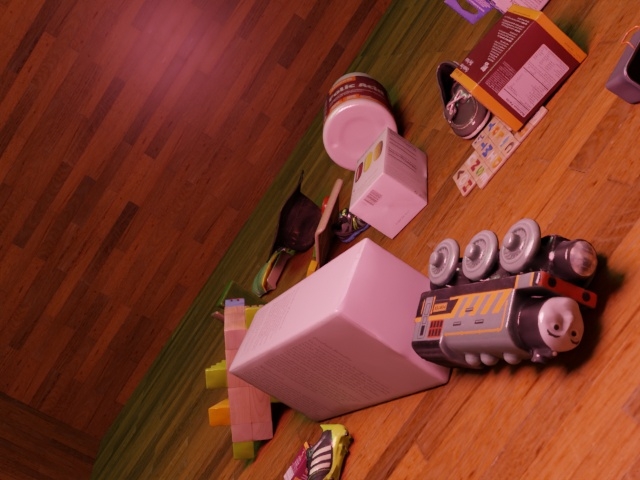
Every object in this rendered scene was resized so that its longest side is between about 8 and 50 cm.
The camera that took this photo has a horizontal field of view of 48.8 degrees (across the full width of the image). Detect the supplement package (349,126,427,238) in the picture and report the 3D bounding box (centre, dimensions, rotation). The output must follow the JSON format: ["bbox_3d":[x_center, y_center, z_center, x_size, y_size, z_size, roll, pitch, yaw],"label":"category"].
[{"bbox_3d":[0.170,-0.146,1.741,0.139,0.134,0.244,-48,17,31],"label":"supplement package"}]

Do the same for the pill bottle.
[{"bbox_3d":[0.120,-0.390,2.225,0.224,0.224,0.392,-51,16,23],"label":"pill bottle"}]

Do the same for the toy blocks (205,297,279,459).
[{"bbox_3d":[-0.180,0.297,1.739,0.261,0.191,0.381,-113,20,-72],"label":"toy blocks"}]

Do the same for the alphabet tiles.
[{"bbox_3d":[0.365,-0.203,1.478,0.237,0.009,0.198,-52,16,19],"label":"alphabet tiles"}]

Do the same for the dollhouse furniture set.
[{"bbox_3d":[-0.251,0.149,2.461,0.197,0.151,0.301,-31,30,60],"label":"dollhouse furniture set"}]

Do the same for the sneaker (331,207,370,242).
[{"bbox_3d":[0.093,-0.062,1.929,0.188,0.078,0.067,-43,21,43],"label":"sneaker"}]

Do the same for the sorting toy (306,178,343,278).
[{"bbox_3d":[0.000,0.000,2.006,0.229,0.041,0.307,95,-167,-52],"label":"sorting toy"}]

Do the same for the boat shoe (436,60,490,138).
[{"bbox_3d":[0.330,-0.345,1.707,0.112,0.096,0.335,-50,16,27],"label":"boat shoe"}]

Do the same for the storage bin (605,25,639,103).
[{"bbox_3d":[0.492,-0.275,1.070,0.135,0.098,0.091,-60,4,-7],"label":"storage bin"}]

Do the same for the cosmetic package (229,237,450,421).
[{"bbox_3d":[0.033,0.188,1.319,0.453,0.230,0.161,-35,26,54],"label":"cosmetic package"}]

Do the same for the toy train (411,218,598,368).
[{"bbox_3d":[0.256,0.089,1.014,0.334,0.142,0.190,-20,52,64],"label":"toy train"}]

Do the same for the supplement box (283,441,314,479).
[{"bbox_3d":[-0.024,0.434,1.337,0.083,0.055,0.043,-58,15,1],"label":"supplement box"}]

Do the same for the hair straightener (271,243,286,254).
[{"bbox_3d":[-0.139,0.006,2.596,0.230,0.047,0.089,-31,30,60],"label":"hair straightener"}]

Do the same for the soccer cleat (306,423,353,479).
[{"bbox_3d":[0.001,0.411,1.267,0.072,0.060,0.178,-1,43,30],"label":"soccer cleat"}]

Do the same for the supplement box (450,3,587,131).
[{"bbox_3d":[0.393,-0.353,1.431,0.194,0.129,0.191,-49,17,16],"label":"supplement box"}]

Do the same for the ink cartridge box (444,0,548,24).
[{"bbox_3d":[0.460,-0.697,1.667,0.395,0.270,0.151,-51,14,22],"label":"ink cartridge box"}]

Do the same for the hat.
[{"bbox_3d":[-0.065,-0.055,2.317,0.331,0.134,0.331,23,-90,-88],"label":"hat"}]
